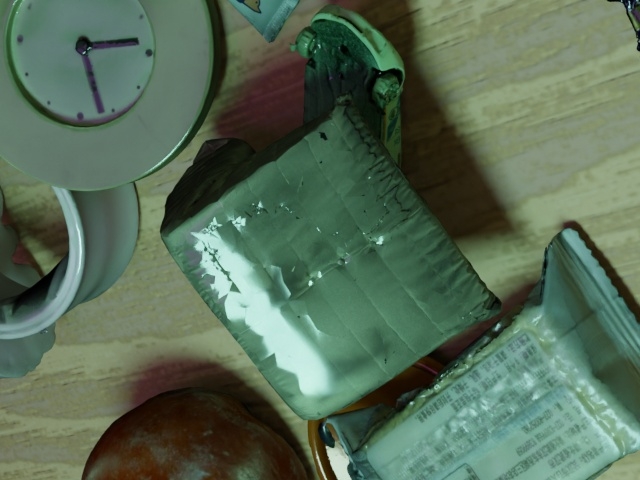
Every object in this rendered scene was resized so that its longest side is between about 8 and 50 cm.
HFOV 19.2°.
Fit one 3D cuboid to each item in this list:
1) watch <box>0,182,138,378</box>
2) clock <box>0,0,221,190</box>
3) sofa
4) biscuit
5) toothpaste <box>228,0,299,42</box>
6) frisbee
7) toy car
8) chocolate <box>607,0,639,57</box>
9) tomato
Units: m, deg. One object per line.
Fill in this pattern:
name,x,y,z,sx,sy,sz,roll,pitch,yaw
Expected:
watch,-0.268,-0.005,1.702,0.231,0.196,0.244,-21,99,26
clock,-0.191,-0.157,1.537,0.235,0.029,0.235,3,100,17
sofa,0.000,0.000,1.443,0.176,0.225,0.210,-36,99,5
biscuit,0.136,0.142,1.438,0.186,0.079,0.309,52,130,8
toothpaste,-0.100,-0.240,1.468,0.205,0.036,0.056,45,140,5
frisbee,0.076,0.173,1.565,0.192,0.035,0.192,15,118,29
toy car,0.030,-0.102,1.415,0.093,0.058,0.186,36,147,27
chocolate,0.215,-0.144,1.221,0.070,0.072,0.147,-35,100,8
tomato,-0.117,0.211,1.700,0.214,0.180,0.155,-6,94,37
